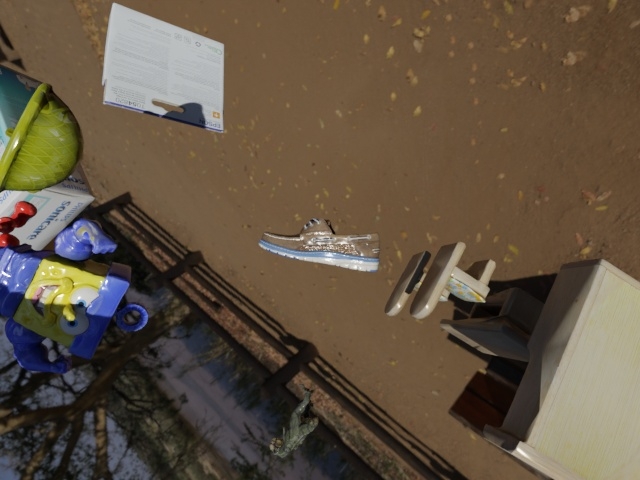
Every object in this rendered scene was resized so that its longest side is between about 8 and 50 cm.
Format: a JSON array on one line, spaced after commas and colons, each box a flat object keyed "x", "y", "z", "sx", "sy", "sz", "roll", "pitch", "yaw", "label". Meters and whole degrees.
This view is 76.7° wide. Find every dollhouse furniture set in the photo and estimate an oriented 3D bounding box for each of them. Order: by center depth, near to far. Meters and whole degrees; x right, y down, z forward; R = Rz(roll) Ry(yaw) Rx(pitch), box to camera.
[{"x": 0.314, "y": 0.199, "z": 0.655, "sx": 0.362, "sy": 0.256, "sz": 0.394, "roll": 32, "pitch": 167, "yaw": -3, "label": "dollhouse furniture set"}]

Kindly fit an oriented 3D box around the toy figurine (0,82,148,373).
[{"x": -0.306, "y": 0.029, "z": 0.501, "sx": 0.217, "sy": 0.362, "sz": 0.191, "roll": 28, "pitch": 180, "yaw": -20, "label": "toy figurine"}]

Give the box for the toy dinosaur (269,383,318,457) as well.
[{"x": -0.043, "y": 0.396, "z": 0.895, "sx": 0.064, "sy": 0.118, "sz": 0.268, "roll": 23, "pitch": 135, "yaw": -6, "label": "toy dinosaur"}]

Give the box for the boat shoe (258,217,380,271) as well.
[{"x": 0.000, "y": 0.000, "z": 0.611, "sx": 0.183, "sy": 0.066, "sz": 0.066, "roll": 10, "pitch": -178, "yaw": 2, "label": "boat shoe"}]

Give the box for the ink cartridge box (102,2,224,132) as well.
[{"x": -0.302, "y": -0.325, "z": 0.798, "sx": 0.045, "sy": 0.223, "sz": 0.224, "roll": -27, "pitch": 61, "yaw": 52, "label": "ink cartridge box"}]

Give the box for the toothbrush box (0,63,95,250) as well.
[{"x": -0.578, "y": -0.139, "z": 0.743, "sx": 0.216, "sy": 0.126, "sz": 0.295, "roll": -35, "pitch": 74, "yaw": 17, "label": "toothbrush box"}]
